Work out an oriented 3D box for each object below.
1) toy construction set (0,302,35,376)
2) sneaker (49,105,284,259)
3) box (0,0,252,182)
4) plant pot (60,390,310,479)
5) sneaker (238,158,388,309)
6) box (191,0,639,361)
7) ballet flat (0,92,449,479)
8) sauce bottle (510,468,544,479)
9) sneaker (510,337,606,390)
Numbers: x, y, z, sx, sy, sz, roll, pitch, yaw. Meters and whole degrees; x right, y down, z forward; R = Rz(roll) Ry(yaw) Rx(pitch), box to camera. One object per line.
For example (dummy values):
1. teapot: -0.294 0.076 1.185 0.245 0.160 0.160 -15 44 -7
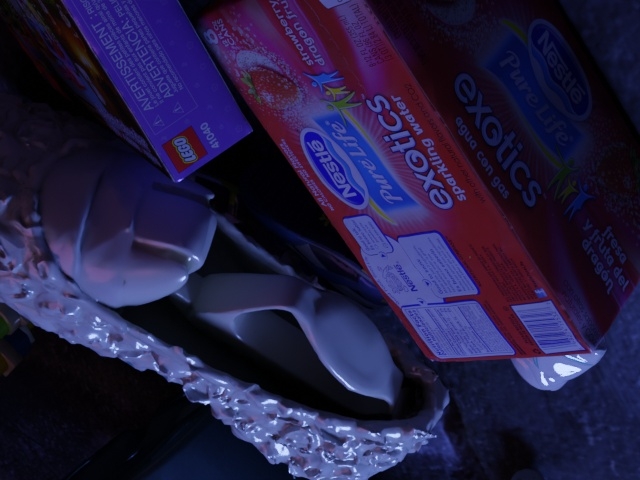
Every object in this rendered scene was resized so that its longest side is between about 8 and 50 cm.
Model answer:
1. toy construction set: -0.347 -0.022 1.210 0.327 0.151 0.215 40 149 -20
2. sneaker: -0.165 -0.048 1.034 0.299 0.121 0.111 17 121 2
3. box: -0.160 -0.162 0.824 0.201 0.057 0.293 60 167 -27
4. plant pot: -0.078 0.319 1.197 0.334 0.341 0.341 53 145 -7
5. sneaker: 0.000 0.000 0.970 0.144 0.053 0.059 37 149 6
6. box: 0.068 -0.065 0.762 0.128 0.123 0.257 -10 122 50
7. ballet flat: -0.073 0.026 0.896 0.409 0.147 0.147 35 151 -26
8. sauce bottle: 0.167 0.227 1.085 0.042 0.042 0.128 15 140 32
9. sneaker: 0.124 0.032 0.896 0.152 0.054 0.061 41 138 -14
